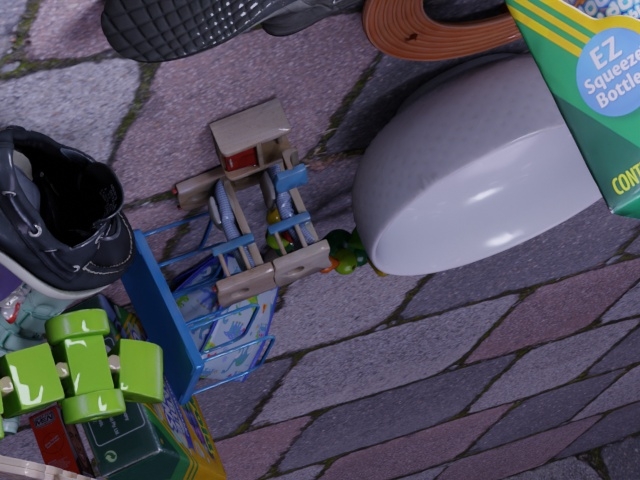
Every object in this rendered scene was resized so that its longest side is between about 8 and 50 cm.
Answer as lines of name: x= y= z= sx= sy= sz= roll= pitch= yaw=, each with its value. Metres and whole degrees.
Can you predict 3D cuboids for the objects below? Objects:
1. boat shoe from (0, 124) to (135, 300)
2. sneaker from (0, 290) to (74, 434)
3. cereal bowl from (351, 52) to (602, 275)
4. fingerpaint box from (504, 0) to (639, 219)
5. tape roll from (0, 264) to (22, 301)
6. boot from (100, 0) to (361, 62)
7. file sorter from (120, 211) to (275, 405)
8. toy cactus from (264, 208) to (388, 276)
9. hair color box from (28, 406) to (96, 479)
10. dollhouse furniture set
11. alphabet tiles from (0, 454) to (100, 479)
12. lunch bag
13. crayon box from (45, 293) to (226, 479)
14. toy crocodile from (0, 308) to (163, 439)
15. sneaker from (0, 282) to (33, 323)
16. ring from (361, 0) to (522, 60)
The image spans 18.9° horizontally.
boat shoe: x=-0.239 y=-0.034 z=1.769 sx=0.113 sy=0.127 sz=0.340 roll=-17 pitch=155 yaw=20
sneaker: x=-0.318 y=0.124 z=2.067 sx=0.256 sy=0.151 sz=0.094 roll=-32 pitch=158 yaw=20
cereal bowl: x=0.180 y=-0.101 z=2.061 sx=0.339 sy=0.141 sz=0.339 roll=-21 pitch=162 yaw=-7
fingerpaint box: x=0.339 y=-0.280 z=1.400 sx=0.444 sy=0.371 sz=0.163 roll=-33 pitch=160 yaw=27
tape roll: x=-0.378 y=0.020 z=1.821 sx=0.189 sy=0.080 sz=0.189 roll=-20 pitch=161 yaw=-7
boot: x=-0.052 y=-0.198 z=1.625 sx=0.246 sy=0.083 sz=0.161 roll=-23 pitch=167 yaw=3
file sorter: x=-0.136 y=0.071 z=2.116 sx=0.104 sy=0.170 sz=0.118 roll=-20 pitch=162 yaw=-22
toy cactus: x=0.000 y=0.000 z=2.233 sx=0.219 sy=0.112 sz=0.180 roll=-9 pitch=175 yaw=-44
hair color box: x=-0.333 y=0.295 z=2.534 sx=0.043 sy=0.141 sz=0.072 roll=-25 pitch=162 yaw=5
dollhouse furniture set: x=-0.074 y=-0.034 z=1.959 sx=0.129 sy=0.129 sz=0.184 roll=-22 pitch=163 yaw=-5
alphabet tiles: x=-0.332 y=0.245 z=2.070 sx=0.278 sy=0.021 sz=0.284 roll=9 pitch=170 yaw=11
lunch bag: x=-0.119 y=0.084 z=2.294 sx=0.129 sy=0.096 sz=0.151 roll=10 pitch=113 yaw=-59
crayon box: x=-0.212 y=0.201 z=2.324 sx=0.083 sy=0.203 sz=0.323 roll=-26 pitch=162 yaw=5
toy crocodile: x=-0.310 y=0.146 z=1.964 sx=0.340 sy=0.115 sz=0.105 roll=-8 pitch=168 yaw=-31
sneaker: x=-0.311 y=0.045 z=1.977 sx=0.161 sy=0.075 sz=0.057 roll=-22 pitch=162 yaw=-4
ring: x=0.190 y=-0.270 z=1.787 sx=0.336 sy=0.032 sz=0.336 roll=-22 pitch=161 yaw=-8
